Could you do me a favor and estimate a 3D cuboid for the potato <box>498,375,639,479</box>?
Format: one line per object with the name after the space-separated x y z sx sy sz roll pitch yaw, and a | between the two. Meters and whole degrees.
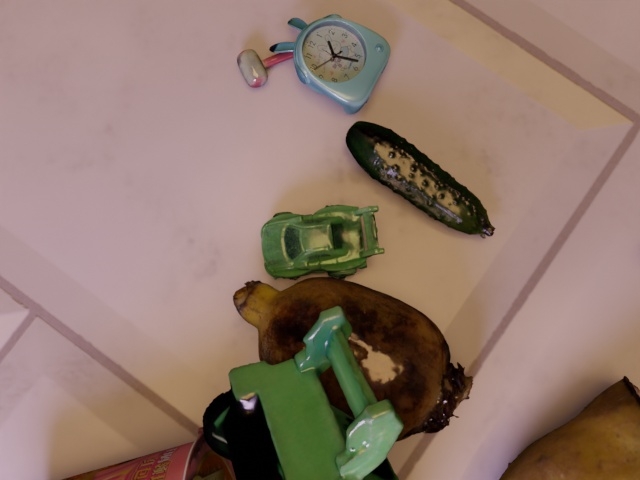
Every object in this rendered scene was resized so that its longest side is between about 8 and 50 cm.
0.304 0.313 0.775 0.266 0.229 0.229 -37 83 10 | potato

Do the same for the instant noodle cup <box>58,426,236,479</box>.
-0.223 0.344 0.760 0.254 0.244 0.244 -10 81 7 | instant noodle cup

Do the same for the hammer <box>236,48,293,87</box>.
-0.067 -0.240 0.934 0.083 0.031 0.053 -25 85 -9 | hammer

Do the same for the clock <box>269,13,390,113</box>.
0.011 -0.243 0.917 0.147 0.045 0.108 29 77 -2 | clock

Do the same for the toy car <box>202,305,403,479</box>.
0.000 0.261 0.699 0.176 0.213 0.359 -22 126 -7 | toy car

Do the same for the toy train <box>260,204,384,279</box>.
0.000 0.000 0.870 0.149 0.081 0.099 -7 82 -1 | toy train

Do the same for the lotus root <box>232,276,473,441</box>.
0.034 0.135 0.818 0.313 0.141 0.170 24 84 4 | lotus root

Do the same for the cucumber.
0.127 -0.075 0.891 0.227 0.069 0.069 36 83 1 | cucumber
